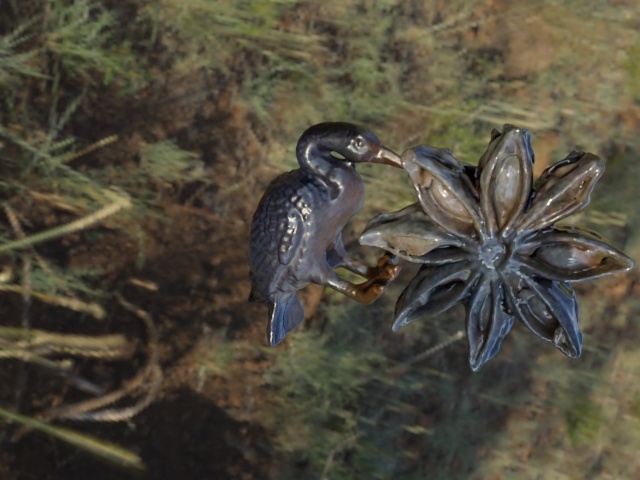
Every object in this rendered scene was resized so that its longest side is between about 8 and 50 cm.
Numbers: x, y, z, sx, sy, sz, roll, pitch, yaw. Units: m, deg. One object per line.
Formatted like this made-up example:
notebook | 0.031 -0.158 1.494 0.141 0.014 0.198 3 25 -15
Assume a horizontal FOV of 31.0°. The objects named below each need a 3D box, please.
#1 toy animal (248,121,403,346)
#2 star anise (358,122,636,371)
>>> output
toy animal | 0.000 0.000 1.360 0.298 0.185 0.122 -50 -177 35
star anise | 0.166 0.000 1.056 0.109 0.236 0.223 -44 119 -62
